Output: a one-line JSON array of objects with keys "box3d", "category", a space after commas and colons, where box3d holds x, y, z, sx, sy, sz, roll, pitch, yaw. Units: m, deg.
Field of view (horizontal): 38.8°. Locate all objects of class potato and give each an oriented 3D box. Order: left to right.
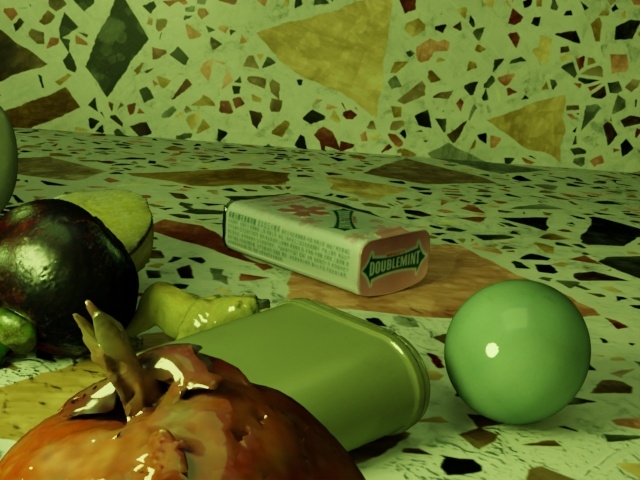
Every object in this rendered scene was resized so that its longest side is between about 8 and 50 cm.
[{"box3d": [-0.377, 0.025, 1.420, 0.239, 0.116, 0.299, -3, 26, -6], "category": "potato"}]

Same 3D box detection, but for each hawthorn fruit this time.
[{"box3d": [-0.087, 0.179, 0.529, 0.276, 0.307, 0.276, -8, 20, 3], "category": "hawthorn fruit"}]

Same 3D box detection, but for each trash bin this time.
[{"box3d": [-0.049, 0.159, 0.986, 0.247, 0.121, 0.243, -12, 22, -43], "category": "trash bin"}]

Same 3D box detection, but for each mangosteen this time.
[{"box3d": [-0.341, 0.059, 1.153, 0.216, 0.216, 0.216, 5, 14, -1], "category": "mangosteen"}]

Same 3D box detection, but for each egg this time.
[{"box3d": [0.236, 0.130, 1.086, 0.168, 0.168, 0.231, 10, 11, 21], "category": "egg"}]

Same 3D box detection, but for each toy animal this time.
[{"box3d": [-0.161, 0.104, 1.174, 0.219, 0.101, 0.103, 11, 13, 39], "category": "toy animal"}]

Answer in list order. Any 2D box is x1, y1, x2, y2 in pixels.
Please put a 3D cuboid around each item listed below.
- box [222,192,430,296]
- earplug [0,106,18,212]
[{"box3d": [0.000, 0.000, 1.663, 0.190, 0.112, 0.370, -8, 17, -43], "category": "box"}, {"box3d": [-0.735, -0.140, 1.575, 0.394, 0.312, 0.313, -1, 15, -31], "category": "earplug"}]
